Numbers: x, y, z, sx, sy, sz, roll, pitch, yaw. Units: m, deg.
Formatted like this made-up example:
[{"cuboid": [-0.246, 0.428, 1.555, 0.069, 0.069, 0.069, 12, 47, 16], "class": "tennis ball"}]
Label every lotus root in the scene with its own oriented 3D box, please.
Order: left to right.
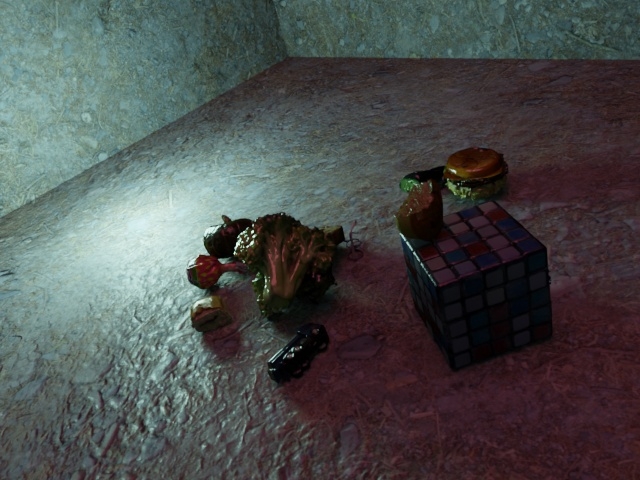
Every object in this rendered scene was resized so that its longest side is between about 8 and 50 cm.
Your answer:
[{"cuboid": [0.000, 0.000, 2.017, 0.170, 0.075, 0.260, -22, 10, -31], "class": "lotus root"}]

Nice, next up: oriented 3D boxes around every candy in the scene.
[{"cuboid": [-0.286, 0.094, 2.063, 0.365, 0.124, 0.124, -6, 32, -5], "class": "candy"}]

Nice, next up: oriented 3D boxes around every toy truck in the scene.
[{"cuboid": [-0.065, 0.315, 1.640, 0.088, 0.074, 0.201, 6, 38, 46], "class": "toy truck"}]

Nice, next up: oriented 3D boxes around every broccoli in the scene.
[{"cuboid": [-0.099, 0.083, 1.756, 0.293, 0.348, 0.281, -12, 42, 17], "class": "broccoli"}]

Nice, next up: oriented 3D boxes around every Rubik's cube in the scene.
[{"cuboid": [0.402, 0.108, 1.538, 0.286, 0.292, 0.293, -18, 33, -3], "class": "Rubik's cube"}]

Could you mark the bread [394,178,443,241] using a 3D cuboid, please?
[{"cuboid": [0.260, -0.066, 1.490, 0.086, 0.125, 0.156, 3, 51, 42], "class": "bread"}]

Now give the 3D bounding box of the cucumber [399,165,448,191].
[{"cuboid": [0.412, -0.237, 2.268, 0.192, 0.086, 0.115, -15, 30, -11], "class": "cucumber"}]

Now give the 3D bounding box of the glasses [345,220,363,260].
[{"cuboid": [0.107, -0.007, 2.018, 0.062, 0.104, 0.140, -11, 36, 4], "class": "glasses"}]

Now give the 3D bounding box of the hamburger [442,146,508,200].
[{"cuboid": [0.563, -0.244, 2.147, 0.243, 0.139, 0.262, 1, 36, 22], "class": "hamburger"}]

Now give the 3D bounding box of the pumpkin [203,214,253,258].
[{"cuboid": [-0.325, -0.020, 2.147, 0.218, 0.162, 0.219, -16, 0, 0], "class": "pumpkin"}]

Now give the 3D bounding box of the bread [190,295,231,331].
[{"cuboid": [-0.358, 0.230, 1.881, 0.125, 0.082, 0.106, -24, 39, -7], "class": "bread"}]
